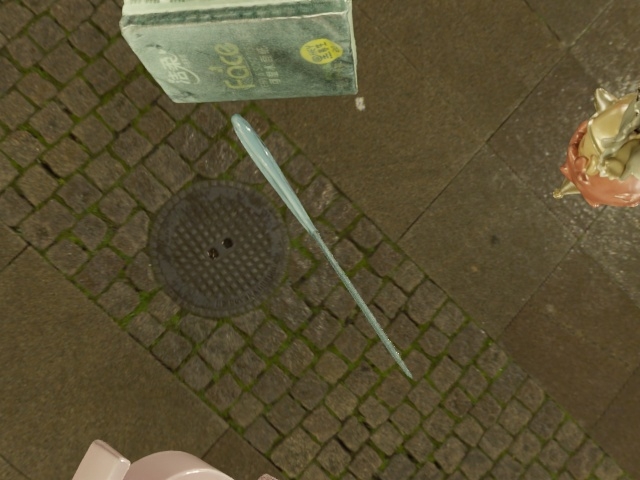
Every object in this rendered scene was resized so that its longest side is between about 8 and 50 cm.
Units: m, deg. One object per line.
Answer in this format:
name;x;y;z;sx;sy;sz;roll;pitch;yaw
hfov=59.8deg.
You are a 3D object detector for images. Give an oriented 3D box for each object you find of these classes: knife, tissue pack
knife;0.000;0.000;0.543;0.019;0.044;0.313;-34;85;-6
tissue pack;-0.086;-0.246;0.684;0.256;0.185;0.081;-1;75;7

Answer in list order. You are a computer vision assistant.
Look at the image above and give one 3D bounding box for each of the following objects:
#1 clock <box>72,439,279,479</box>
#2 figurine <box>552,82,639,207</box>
clock;-0.155;0.385;0.597;0.275;0.080;0.291;24;73;-37
figurine;0.424;-0.138;0.756;0.207;0.387;0.166;-35;83;-5
